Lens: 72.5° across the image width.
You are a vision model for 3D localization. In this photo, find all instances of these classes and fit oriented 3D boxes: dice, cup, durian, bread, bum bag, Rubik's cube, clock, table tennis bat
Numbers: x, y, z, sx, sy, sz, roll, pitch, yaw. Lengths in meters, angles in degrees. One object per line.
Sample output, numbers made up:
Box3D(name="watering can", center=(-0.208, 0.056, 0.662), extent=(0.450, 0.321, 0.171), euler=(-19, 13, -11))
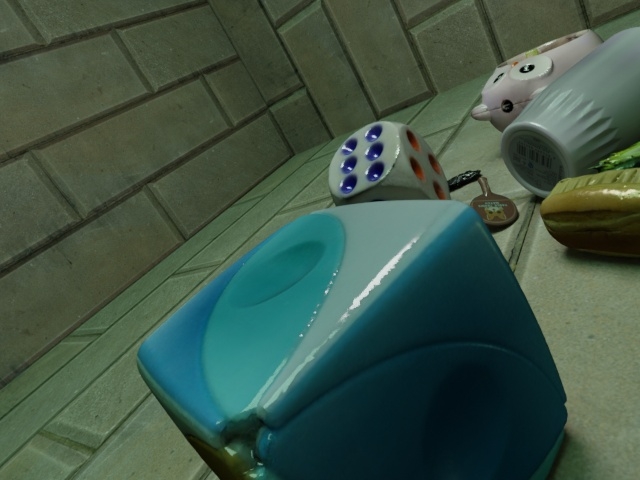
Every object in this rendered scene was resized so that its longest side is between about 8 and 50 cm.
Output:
Box3D(name="dice", center=(0.185, -0.153, 1.181), extent=(0.243, 0.251, 0.259), euler=(-27, 42, 36))
Box3D(name="cup", center=(0.613, -0.274, 0.979), extent=(0.372, 0.253, 0.253), euler=(-35, 19, -8))
Box3D(name="durian", center=(0.649, -0.154, 0.822), extent=(0.375, 0.106, 0.132), euler=(-24, 23, -4))
Box3D(name="bread", center=(0.492, -0.042, 0.734), extent=(0.106, 0.140, 0.236), euler=(-42, 18, -20))
Box3D(name="bum bag", center=(0.436, -0.190, 1.352), extent=(0.125, 0.034, 0.058), euler=(-26, 6, 12))
Box3D(name="Rubik's cube", center=(0.034, 0.176, 0.535), extent=(0.351, 0.352, 0.347), euler=(-43, 22, -27))
Box3D(name="clock", center=(0.673, -0.444, 1.320), extent=(0.377, 0.250, 0.368), euler=(-33, 19, -27))
Box3D(name="table tennis bat", center=(0.418, -0.061, 1.098), extent=(0.108, 0.119, 0.169), euler=(-2, 47, 4))

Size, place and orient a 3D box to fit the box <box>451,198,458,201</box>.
Box3D(name="box", center=(0.310, -0.101, 1.315), extent=(0.122, 0.032, 0.220), euler=(-32, 19, -5))
